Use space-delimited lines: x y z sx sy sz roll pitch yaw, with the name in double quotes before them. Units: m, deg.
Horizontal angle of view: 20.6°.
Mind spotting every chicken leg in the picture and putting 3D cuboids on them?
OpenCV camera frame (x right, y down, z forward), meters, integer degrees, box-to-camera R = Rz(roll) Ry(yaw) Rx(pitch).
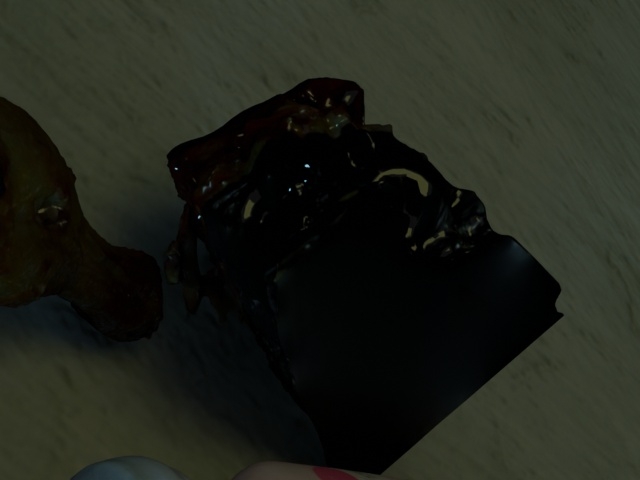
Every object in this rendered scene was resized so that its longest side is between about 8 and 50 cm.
"chicken leg" -0.164 0.023 0.733 0.322 0.083 0.177 -45 127 -55

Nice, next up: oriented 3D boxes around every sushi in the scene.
"sushi" 0.000 0.000 0.900 0.172 0.153 0.150 40 12 -49

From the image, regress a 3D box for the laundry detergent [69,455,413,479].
"laundry detergent" 0.026 0.161 0.813 0.335 0.088 0.159 17 15 -43
